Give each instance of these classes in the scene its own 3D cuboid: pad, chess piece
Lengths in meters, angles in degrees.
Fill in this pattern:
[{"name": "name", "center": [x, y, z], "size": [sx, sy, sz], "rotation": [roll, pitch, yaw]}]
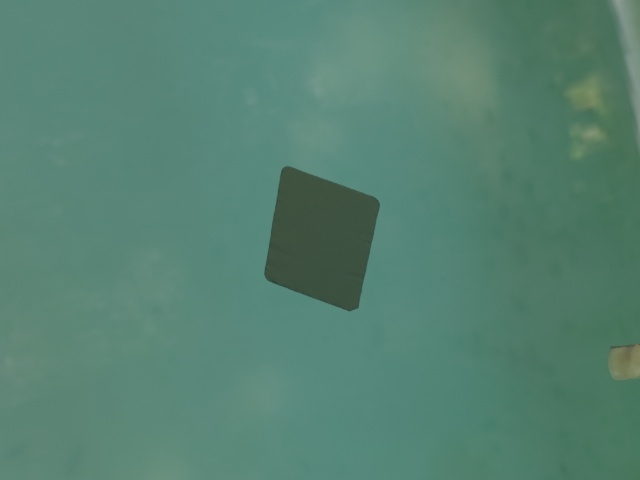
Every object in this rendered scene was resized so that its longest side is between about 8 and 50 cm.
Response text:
[{"name": "pad", "center": [0.000, 0.000, 1.934], "size": [0.003, 0.112, 0.157], "rotation": [-55, 161, -50]}, {"name": "chess piece", "center": [0.342, 0.125, 1.913], "size": [0.083, 0.083, 0.038], "rotation": [11, 74, -69]}]
